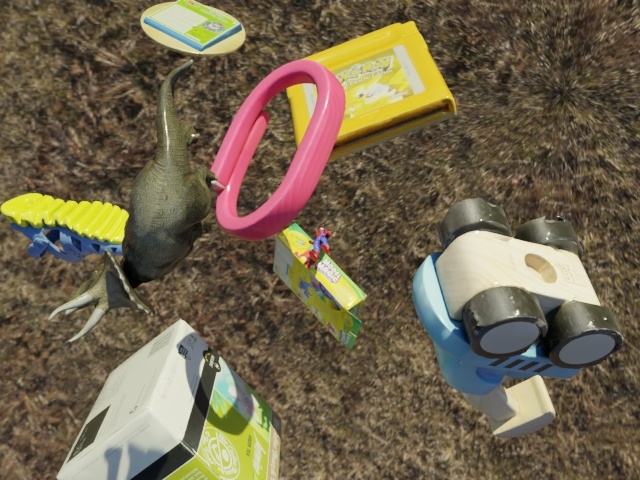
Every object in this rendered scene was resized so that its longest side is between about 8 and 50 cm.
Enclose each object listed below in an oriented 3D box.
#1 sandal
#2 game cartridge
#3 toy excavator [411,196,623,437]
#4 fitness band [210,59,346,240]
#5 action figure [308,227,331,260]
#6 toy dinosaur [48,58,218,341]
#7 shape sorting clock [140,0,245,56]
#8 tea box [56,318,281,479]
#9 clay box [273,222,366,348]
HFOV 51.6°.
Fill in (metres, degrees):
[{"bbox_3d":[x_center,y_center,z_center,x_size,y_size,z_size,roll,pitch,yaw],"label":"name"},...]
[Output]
[{"bbox_3d":[-0.533,-0.011,1.442,0.317,0.126,0.138,11,121,17],"label":"sandal"},{"bbox_3d":[0.076,-0.288,1.247,0.285,0.324,0.053,-19,134,8],"label":"game cartridge"},{"bbox_3d":[0.302,0.181,1.122,0.432,0.222,0.445,12,136,-23],"label":"toy excavator"},{"bbox_3d":[-0.070,-0.139,0.996,0.209,0.054,0.291,8,72,47],"label":"fitness band"},{"bbox_3d":[0.000,0.000,1.123,0.038,0.115,0.030,-35,101,12],"label":"action figure"},{"bbox_3d":[-0.165,-0.030,0.710,0.121,0.160,0.314,26,121,-14],"label":"toy dinosaur"},{"bbox_3d":[-0.253,-0.422,1.324,0.206,0.206,0.040,28,138,13],"label":"shape sorting clock"},{"bbox_3d":[-0.258,0.387,1.252,0.220,0.329,0.323,-37,107,11],"label":"tea box"},{"bbox_3d":[0.004,0.086,1.207,0.222,0.053,0.127,45,153,19],"label":"clay box"}]
